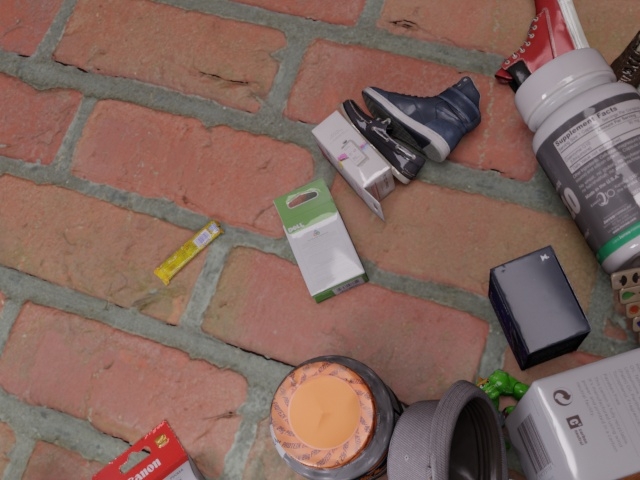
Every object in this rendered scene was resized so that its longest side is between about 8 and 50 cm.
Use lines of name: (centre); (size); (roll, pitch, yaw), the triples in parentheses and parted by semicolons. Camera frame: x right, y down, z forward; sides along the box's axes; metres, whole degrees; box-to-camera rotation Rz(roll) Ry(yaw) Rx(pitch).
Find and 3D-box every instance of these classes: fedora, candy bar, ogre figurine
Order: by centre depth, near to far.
fedora: (0.184, 0.347, 1.248); (0.124, 0.244, 0.275); (-6, 97, 34)
ogre figurine: (0.290, 0.292, 1.404); (0.197, 0.097, 0.118); (-38, 62, -8)
candy bar: (-0.257, 0.021, 1.641); (0.161, 0.018, 0.040); (-42, 74, -4)

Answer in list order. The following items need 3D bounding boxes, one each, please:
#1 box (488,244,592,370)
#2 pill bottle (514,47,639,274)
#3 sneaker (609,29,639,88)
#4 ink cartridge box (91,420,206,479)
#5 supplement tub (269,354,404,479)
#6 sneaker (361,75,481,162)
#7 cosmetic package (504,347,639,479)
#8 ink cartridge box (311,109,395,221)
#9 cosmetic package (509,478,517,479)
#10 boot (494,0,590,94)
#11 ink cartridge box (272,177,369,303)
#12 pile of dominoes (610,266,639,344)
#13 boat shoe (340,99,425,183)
box: (0.357, 0.116, 1.387); (0.108, 0.207, 0.153); (-22, 70, 4)
pill bottle: (0.495, -0.139, 1.440); (0.204, 0.204, 0.361); (-26, 70, 3)
sneaker: (0.584, -0.343, 1.555); (0.066, 0.071, 0.188); (31, 81, 18)
ink cartridge box: (-0.296, 0.463, 1.495); (0.181, 0.056, 0.224); (-38, 72, -2)
supplement tub: (0.031, 0.291, 1.341); (0.194, 0.316, 0.193); (-3, 73, 11)
sneaker: (0.203, -0.264, 1.605); (0.163, 0.086, 0.226); (-45, 63, -12)
cosmetic package: (0.530, 0.248, 1.248); (0.454, 0.230, 0.161); (-16, 65, -6)
ink cartridge box: (0.076, -0.137, 1.571); (0.067, 0.115, 0.198); (-39, 71, -2)
cosmetic package: (0.370, 0.537, 1.313); (0.378, 0.097, 0.284); (8, 72, 14)
boot: (0.402, -0.392, 1.602); (0.176, 0.088, 0.244); (-18, 74, 7)
ink cartridge box: (0.000, 0.000, 1.572); (0.109, 0.062, 0.209); (-24, 70, 3)
pile of dominoes: (0.597, 0.108, 1.344); (0.196, 0.040, 0.251); (-30, 114, 6)
boat shoe: (0.120, -0.202, 1.597); (0.065, 0.075, 0.206); (-44, 77, 20)
